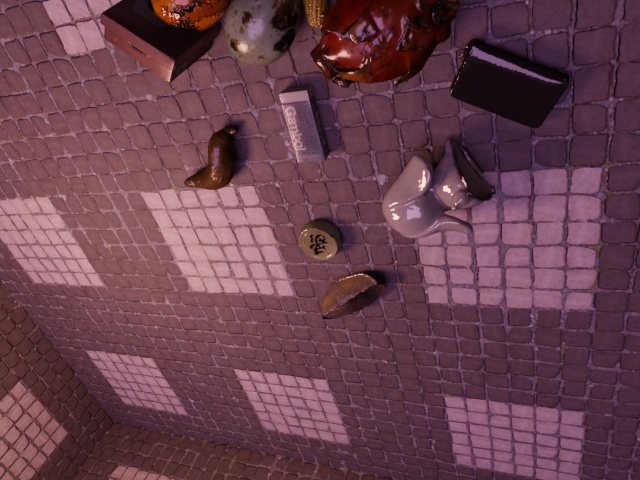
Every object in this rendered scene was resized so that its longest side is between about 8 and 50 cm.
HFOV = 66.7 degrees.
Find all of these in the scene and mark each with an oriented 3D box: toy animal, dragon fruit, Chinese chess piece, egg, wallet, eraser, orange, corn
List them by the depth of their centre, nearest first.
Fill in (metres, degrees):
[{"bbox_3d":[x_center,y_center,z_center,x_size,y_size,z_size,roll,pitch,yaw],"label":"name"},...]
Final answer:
[{"bbox_3d":[0.138,-0.465,1.071,0.250,0.250,0.315,38,119,-9],"label":"dragon fruit"},{"bbox_3d":[-0.017,-0.605,1.126,0.068,0.067,0.206,6,130,20],"label":"corn"},{"bbox_3d":[0.431,-0.364,1.140,0.250,0.044,0.149,22,137,5],"label":"wallet"},{"bbox_3d":[-0.313,-0.623,1.156,0.235,0.182,0.234,4,102,20],"label":"orange"},{"bbox_3d":[-0.136,-0.529,1.171,0.169,0.169,0.231,39,128,-9],"label":"egg"},{"bbox_3d":[0.314,-0.108,1.310,0.249,0.174,0.289,32,132,-2],"label":"toy animal"},{"bbox_3d":[-0.043,-0.326,1.378,0.092,0.046,0.212,1,126,23],"label":"eraser"},{"bbox_3d":[0.000,0.000,1.616,0.144,0.058,0.144,12,130,15],"label":"Chinese chess piece"}]

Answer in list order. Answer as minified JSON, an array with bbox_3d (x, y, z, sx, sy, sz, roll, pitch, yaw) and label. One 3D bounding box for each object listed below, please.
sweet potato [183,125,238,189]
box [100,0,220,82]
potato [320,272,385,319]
[{"bbox_3d":[-0.332,-0.235,1.549,0.124,0.098,0.310,52,134,7],"label":"sweet potato"},{"bbox_3d":[-0.408,-0.538,1.257,0.215,0.215,0.086,33,144,-4],"label":"box"},{"bbox_3d":[0.117,0.181,1.712,0.261,0.100,0.120,-34,147,25],"label":"potato"}]
